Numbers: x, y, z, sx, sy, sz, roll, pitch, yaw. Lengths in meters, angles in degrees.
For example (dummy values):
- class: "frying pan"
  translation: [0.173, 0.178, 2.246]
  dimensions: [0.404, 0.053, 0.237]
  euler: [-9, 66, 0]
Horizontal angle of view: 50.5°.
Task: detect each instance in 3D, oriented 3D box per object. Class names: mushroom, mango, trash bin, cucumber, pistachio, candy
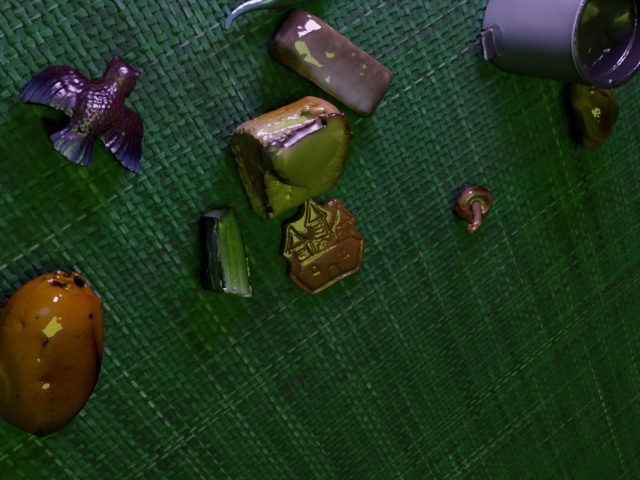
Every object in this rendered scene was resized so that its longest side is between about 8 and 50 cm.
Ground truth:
- class: "mushroom"
  translation: [0.336, -0.068, 1.514]
  dimensions: [0.129, 0.073, 0.088]
  euler: [-58, 146, -38]
- class: "mango"
  translation: [-0.472, 0.192, 1.162]
  dimensions: [0.201, 0.152, 0.287]
  euler: [4, 109, -39]
- class: "trash bin"
  translation: [0.490, -0.427, 1.353]
  dimensions: [0.277, 0.262, 0.217]
  euler: [-28, 119, -15]
- class: "cucumber"
  translation: [-0.190, 0.037, 1.290]
  dimensions: [0.115, 0.086, 0.193]
  euler: [-42, 134, -62]
- class: "pistachio"
  translation: [0.639, -0.294, 1.572]
  dimensions: [0.110, 0.100, 0.189]
  euler: [-31, 118, -10]
- class: "candy"
  translation: [0.020, -0.323, 1.248]
  dimensions: [0.234, 0.102, 0.104]
  euler: [28, 95, -33]

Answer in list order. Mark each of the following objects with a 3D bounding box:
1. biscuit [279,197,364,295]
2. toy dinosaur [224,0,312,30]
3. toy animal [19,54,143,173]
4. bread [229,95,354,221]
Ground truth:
- class: "biscuit"
  translation: [0.001, 0.001, 1.397]
  dimensions: [0.182, 0.034, 0.215]
  euler: [-28, 119, -15]
- class: "toy dinosaur"
  translation: [0.038, -0.484, 1.214]
  dimensions: [0.331, 0.129, 0.383]
  euler: [14, 115, -51]
- class: "toy animal"
  translation: [-0.355, -0.210, 1.091]
  dimensions: [0.218, 0.116, 0.179]
  euler: [37, 90, -26]
- class: "bread"
  translation: [-0.050, -0.168, 1.239]
  dimensions: [0.204, 0.162, 0.262]
  euler: [-23, 159, -19]
